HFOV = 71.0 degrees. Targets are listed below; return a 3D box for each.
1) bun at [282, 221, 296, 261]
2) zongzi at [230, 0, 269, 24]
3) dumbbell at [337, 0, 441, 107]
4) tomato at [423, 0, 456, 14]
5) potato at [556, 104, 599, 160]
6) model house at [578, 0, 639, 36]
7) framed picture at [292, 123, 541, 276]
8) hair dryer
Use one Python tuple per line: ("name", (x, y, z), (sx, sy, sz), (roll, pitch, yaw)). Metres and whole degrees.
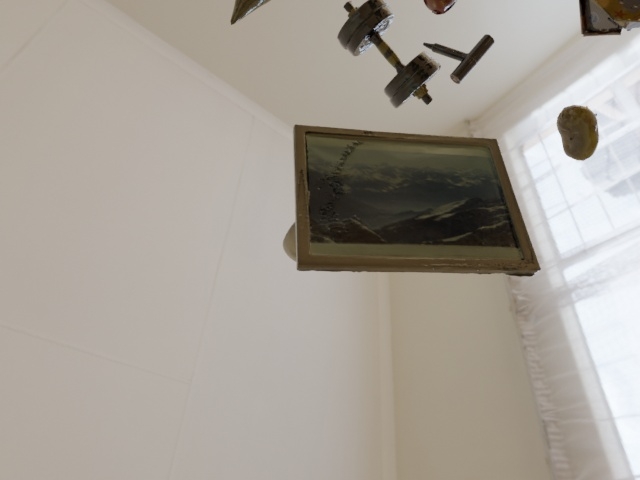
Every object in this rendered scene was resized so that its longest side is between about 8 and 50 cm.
("bun", (0.000, 0.000, 0.887), (0.094, 0.138, 0.138), (49, -145, 20))
("zongzi", (-0.125, -0.820, 1.437), (0.154, 0.289, 0.318), (24, -102, -77))
("dumbbell", (0.206, -0.565, 1.360), (0.388, 0.185, 0.185), (49, -142, -3))
("tomato", (0.293, -0.591, 1.085), (0.075, 0.087, 0.087), (60, -150, -36))
("potato", (0.626, -0.264, 1.091), (0.070, 0.091, 0.138), (-34, -67, -19))
("model house", (0.621, -0.473, 0.913), (0.207, 0.219, 0.136), (59, 176, 23))
("framed picture", (0.128, -0.064, 0.653), (0.334, 0.022, 0.247), (2, -122, -8))
("hair dryer", (0.443, -0.637, 1.487), (0.195, 0.173, 0.050), (43, -179, 20))
